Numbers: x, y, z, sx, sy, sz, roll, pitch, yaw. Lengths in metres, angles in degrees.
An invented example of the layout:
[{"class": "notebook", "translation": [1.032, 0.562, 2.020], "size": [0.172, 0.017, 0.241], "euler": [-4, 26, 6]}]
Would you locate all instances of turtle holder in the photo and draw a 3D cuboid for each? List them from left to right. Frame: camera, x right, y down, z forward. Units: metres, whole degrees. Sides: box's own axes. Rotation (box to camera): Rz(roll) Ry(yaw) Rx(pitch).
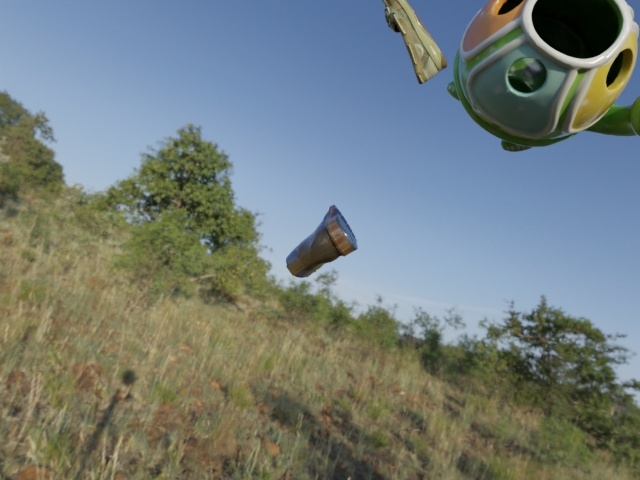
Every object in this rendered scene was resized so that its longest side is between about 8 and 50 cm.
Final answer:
[{"class": "turtle holder", "translation": [0.364, -0.256, 0.667], "size": [0.320, 0.244, 0.227], "euler": [63, 4, 5]}]

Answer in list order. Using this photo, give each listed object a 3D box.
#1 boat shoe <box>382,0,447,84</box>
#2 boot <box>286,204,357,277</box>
[{"class": "boat shoe", "translation": [0.123, -0.300, 0.619], "size": [0.153, 0.048, 0.056], "euler": [57, 23, 3]}, {"class": "boot", "translation": [0.000, 0.000, 0.725], "size": [0.082, 0.106, 0.219], "euler": [58, 7, -4]}]
